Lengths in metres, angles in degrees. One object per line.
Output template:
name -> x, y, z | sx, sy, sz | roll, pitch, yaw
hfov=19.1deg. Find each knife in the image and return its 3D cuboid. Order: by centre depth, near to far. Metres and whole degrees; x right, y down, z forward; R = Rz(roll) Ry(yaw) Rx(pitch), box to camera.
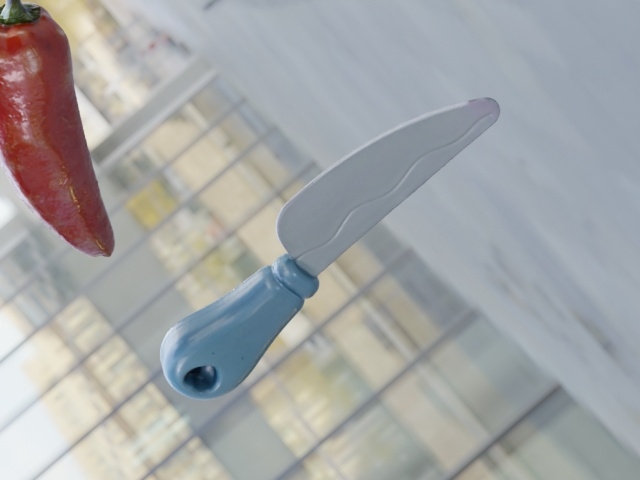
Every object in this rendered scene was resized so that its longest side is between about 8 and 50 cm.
knife -> -0.002, -0.001, 1.036 | 0.058, 0.244, 0.032 | 33, -157, -27

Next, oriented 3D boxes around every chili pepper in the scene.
chili pepper -> -0.192, -0.084, 1.292 | 0.063, 0.071, 0.272 | -91, -9, -51
